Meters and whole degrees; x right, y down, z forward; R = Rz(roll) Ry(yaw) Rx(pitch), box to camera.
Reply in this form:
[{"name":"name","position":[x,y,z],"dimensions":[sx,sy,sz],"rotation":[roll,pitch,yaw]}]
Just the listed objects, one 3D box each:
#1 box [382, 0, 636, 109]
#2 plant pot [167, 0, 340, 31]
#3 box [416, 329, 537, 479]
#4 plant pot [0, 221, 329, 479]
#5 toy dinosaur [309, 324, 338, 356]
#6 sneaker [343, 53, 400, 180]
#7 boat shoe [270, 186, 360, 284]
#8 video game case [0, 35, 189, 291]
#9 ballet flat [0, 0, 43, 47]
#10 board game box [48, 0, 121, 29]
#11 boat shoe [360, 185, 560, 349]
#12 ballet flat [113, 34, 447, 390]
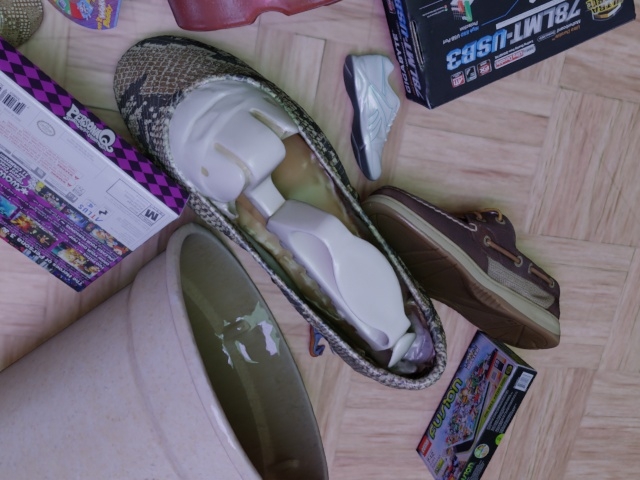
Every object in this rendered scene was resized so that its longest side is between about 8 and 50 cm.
[{"name":"box","position":[0.202,-0.336,0.721],"dimensions":[0.295,0.073,0.293],"rotation":[-25,123,-8]},{"name":"plant pot","position":[-0.070,-0.346,0.585],"dimensions":[0.272,0.272,0.265],"rotation":[-19,119,-9]},{"name":"box","position":[0.211,0.241,0.907],"dimensions":[0.036,0.114,0.207],"rotation":[21,100,-20]},{"name":"plant pot","position":[-0.199,0.195,0.697],"dimensions":[0.305,0.334,0.334],"rotation":[-25,112,6]},{"name":"toy dinosaur","position":[-0.002,0.112,0.862],"dimensions":[0.090,0.047,0.082],"rotation":[36,106,11]},{"name":"sneaker","position":[0.067,-0.146,0.782],"dimensions":[0.061,0.054,0.152],"rotation":[-11,109,-15]},{"name":"boat shoe","position":[0.000,0.000,0.813],"dimensions":[0.152,0.056,0.049],"rotation":[-49,125,5]},{"name":"video game case","position":[-0.282,-0.062,0.659],"dimensions":[0.232,0.042,0.210],"rotation":[41,131,-22]},{"name":"ballet flat","position":[-0.377,-0.203,0.637],"dimensions":[0.206,0.067,0.073],"rotation":[-19,112,-9]},{"name":"board game box","position":[-0.243,-0.272,0.606],"dimensions":[0.133,0.033,0.168],"rotation":[39,139,3]},{"name":"boat shoe","position":[0.193,0.016,0.846],"dimensions":[0.342,0.123,0.123],"rotation":[33,65,-20]},{"name":"ballet flat","position":[-0.024,-0.030,0.678],"dimensions":[0.164,0.182,0.483],"rotation":[-42,101,-5]}]
